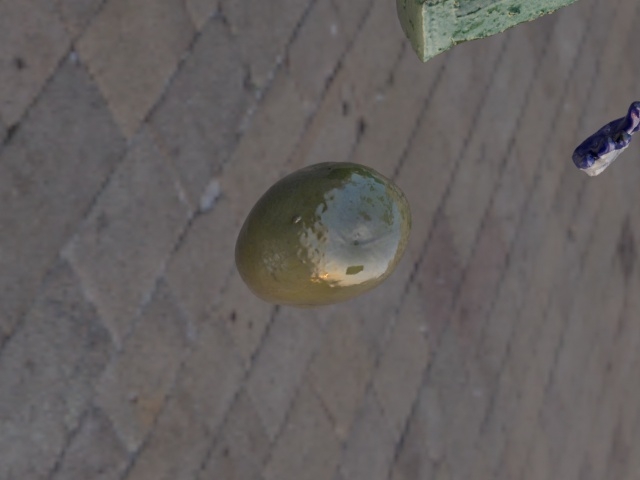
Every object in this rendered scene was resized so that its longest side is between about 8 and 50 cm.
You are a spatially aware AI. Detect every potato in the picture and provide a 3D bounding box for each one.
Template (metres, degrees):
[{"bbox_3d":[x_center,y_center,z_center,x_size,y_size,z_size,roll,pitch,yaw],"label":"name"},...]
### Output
[{"bbox_3d":[0.000,0.000,1.566,0.178,0.235,0.160,23,56,-15],"label":"potato"}]

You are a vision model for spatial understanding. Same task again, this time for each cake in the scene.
[{"bbox_3d":[0.205,-0.278,1.566,0.099,0.235,0.100,-98,179,-46],"label":"cake"}]

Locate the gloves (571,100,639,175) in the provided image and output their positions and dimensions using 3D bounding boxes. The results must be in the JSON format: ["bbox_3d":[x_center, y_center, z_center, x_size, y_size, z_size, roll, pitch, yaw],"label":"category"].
[{"bbox_3d":[0.214,-0.075,1.027,0.064,0.026,0.086,-42,174,1],"label":"gloves"}]
